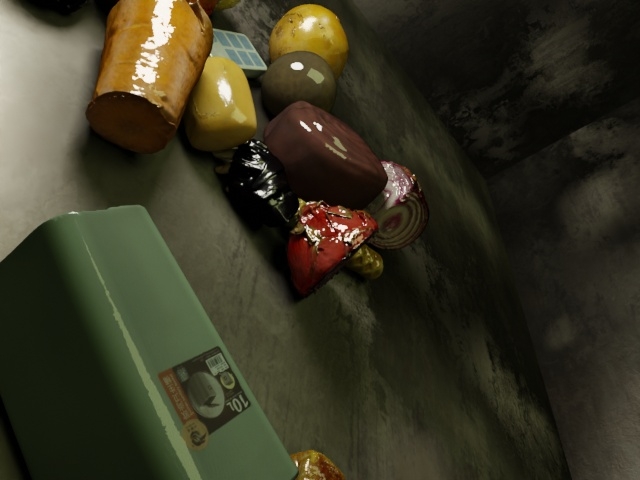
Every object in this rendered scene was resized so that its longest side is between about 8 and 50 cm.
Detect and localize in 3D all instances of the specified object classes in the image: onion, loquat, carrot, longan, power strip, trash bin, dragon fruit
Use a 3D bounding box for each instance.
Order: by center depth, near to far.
[{"bbox_3d":[-0.212,0.160,0.576,0.343,0.223,0.158,61,27,5],"label":"trash bin"},{"bbox_3d":[-0.284,-0.276,0.929,0.196,0.196,0.254,32,44,-42],"label":"carrot"},{"bbox_3d":[0.001,-0.001,1.127,0.148,0.218,0.224,45,27,6],"label":"dragon fruit"},{"bbox_3d":[-0.230,-0.460,1.341,0.118,0.046,0.270,60,28,-1],"label":"power strip"},{"bbox_3d":[-0.050,-0.392,1.425,0.212,0.198,0.198,44,30,-43],"label":"longan"},{"bbox_3d":[0.184,-0.097,1.527,0.207,0.216,0.206,46,12,-46],"label":"onion"},{"bbox_3d":[-0.035,-0.547,1.558,0.235,0.235,0.235,40,33,-33],"label":"loquat"}]

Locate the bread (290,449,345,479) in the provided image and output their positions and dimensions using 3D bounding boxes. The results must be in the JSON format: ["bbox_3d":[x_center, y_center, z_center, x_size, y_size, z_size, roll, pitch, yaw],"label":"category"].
[{"bbox_3d":[-0.002,0.456,0.798,0.139,0.077,0.271,47,27,-30],"label":"bread"}]

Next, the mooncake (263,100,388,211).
[{"bbox_3d":[0.020,-0.206,1.347,0.326,0.174,0.334,34,26,-25],"label":"mooncake"}]

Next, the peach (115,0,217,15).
[{"bbox_3d":[-0.317,-0.561,1.080,0.281,0.238,0.281,46,23,-26],"label":"peach"}]

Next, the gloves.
[{"bbox_3d":[-0.135,-0.132,1.119,0.203,0.124,0.164,60,8,-17],"label":"gloves"}]

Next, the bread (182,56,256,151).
[{"bbox_3d":[-0.210,-0.282,1.087,0.098,0.147,0.217,90,-17,-62],"label":"bread"}]

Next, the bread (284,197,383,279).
[{"bbox_3d":[0.036,0.002,1.304,0.367,0.084,0.077,35,76,-42],"label":"bread"}]

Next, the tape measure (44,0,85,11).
[{"bbox_3d":[-0.456,-0.497,0.925,0.186,0.112,0.199,47,31,-28],"label":"tape measure"}]

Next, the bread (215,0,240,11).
[{"bbox_3d":[-0.263,-0.655,1.330,0.197,0.197,0.170,62,20,3],"label":"bread"}]

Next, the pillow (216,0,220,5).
[{"bbox_3d":[-0.314,-0.622,1.222,0.255,0.169,0.059,58,22,-10],"label":"pillow"}]
